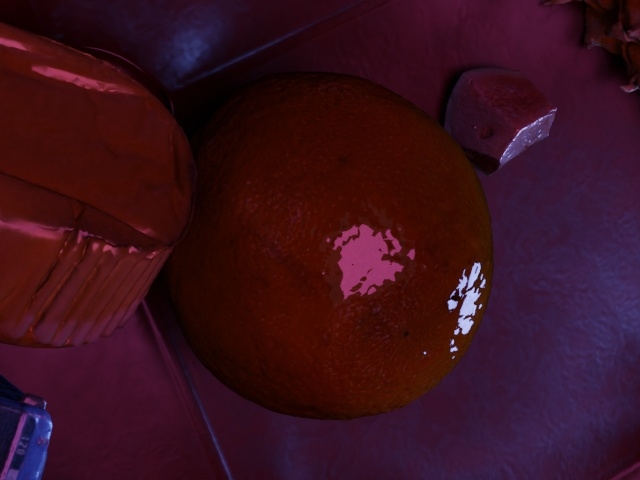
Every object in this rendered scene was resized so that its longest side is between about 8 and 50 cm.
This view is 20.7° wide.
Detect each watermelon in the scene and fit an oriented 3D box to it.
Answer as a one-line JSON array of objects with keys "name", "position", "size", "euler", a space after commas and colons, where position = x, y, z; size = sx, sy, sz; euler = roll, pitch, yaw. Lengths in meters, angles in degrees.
[{"name": "watermelon", "position": [0.150, -0.105, 1.459], "size": [0.084, 0.072, 0.092], "euler": [-46, 112, -31]}]

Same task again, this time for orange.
[{"name": "orange", "position": [0.000, 0.000, 1.306], "size": [0.264, 0.264, 0.264], "euler": [-5, 102, -25]}]

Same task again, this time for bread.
[{"name": "bread", "position": [-0.242, -0.037, 1.216], "size": [0.288, 0.204, 0.156], "euler": [13, 135, -27]}]

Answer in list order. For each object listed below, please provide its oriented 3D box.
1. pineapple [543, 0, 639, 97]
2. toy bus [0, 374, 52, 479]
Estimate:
[{"name": "pineapple", "position": [0.335, -0.222, 1.406], "size": [0.209, 0.286, 0.344], "euler": [-25, 108, -20]}, {"name": "toy bus", "position": [-0.276, 0.127, 1.200], "size": [0.133, 0.234, 0.116], "euler": [21, 90, -30]}]
